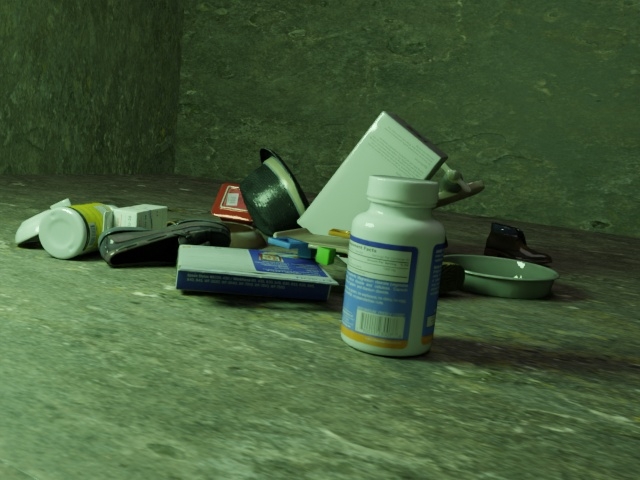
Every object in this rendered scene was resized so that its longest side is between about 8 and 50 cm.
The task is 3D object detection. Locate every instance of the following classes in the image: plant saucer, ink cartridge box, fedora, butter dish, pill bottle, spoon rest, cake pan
[{"bbox_3d":[-0.307,-0.020,2.004,0.311,0.050,0.310,4,8,-1],"label":"plant saucer"},{"bbox_3d":[-0.141,0.071,1.436,0.304,0.072,0.307,6,10,-11],"label":"ink cartridge box"},{"bbox_3d":[-0.443,-0.021,1.688,0.067,0.115,0.198,8,10,14],"label":"ink cartridge box"},{"bbox_3d":[-0.156,-0.127,2.225,0.153,0.334,0.334,-29,18,-13],"label":"fedora"},{"bbox_3d":[-0.273,-0.102,2.377,0.160,0.118,0.160,9,50,6],"label":"butter dish"},{"bbox_3d":[-0.550,-0.028,1.656,0.119,0.119,0.208,7,8,14],"label":"pill bottle"},{"bbox_3d":[-0.672,-0.038,1.763,0.137,0.084,0.276,-25,14,2],"label":"spoon rest"},{"bbox_3d":[0.429,0.087,1.718,0.293,0.054,0.293,5,8,-1],"label":"cake pan"},{"bbox_3d":[0.118,0.036,1.128,0.152,0.271,0.152,6,8,-1],"label":"pill bottle"}]

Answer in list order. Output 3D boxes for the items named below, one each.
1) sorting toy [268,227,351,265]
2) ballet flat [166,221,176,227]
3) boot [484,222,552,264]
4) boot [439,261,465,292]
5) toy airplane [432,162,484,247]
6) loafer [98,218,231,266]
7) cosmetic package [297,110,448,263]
[{"bbox_3d":[0.016,0.017,1.562,0.196,0.047,0.348,13,10,22],"label":"sorting toy"},{"bbox_3d":[-0.326,-0.003,1.784,0.232,0.073,0.080,12,11,37],"label":"ballet flat"},{"bbox_3d":[0.608,0.010,2.161,0.219,0.106,0.082,11,11,37],"label":"boot"},{"bbox_3d":[0.162,0.067,1.619,0.236,0.089,0.270,7,4,-33],"label":"boot"},{"bbox_3d":[0.248,-0.101,2.109,0.384,0.272,0.386,-14,6,46],"label":"toy airplane"},{"bbox_3d":[-0.346,0.020,1.602,0.303,0.109,0.095,-4,31,-20],"label":"loafer"},{"bbox_3d":[0.135,-0.131,1.821,0.197,0.365,0.155,42,18,8],"label":"cosmetic package"}]
